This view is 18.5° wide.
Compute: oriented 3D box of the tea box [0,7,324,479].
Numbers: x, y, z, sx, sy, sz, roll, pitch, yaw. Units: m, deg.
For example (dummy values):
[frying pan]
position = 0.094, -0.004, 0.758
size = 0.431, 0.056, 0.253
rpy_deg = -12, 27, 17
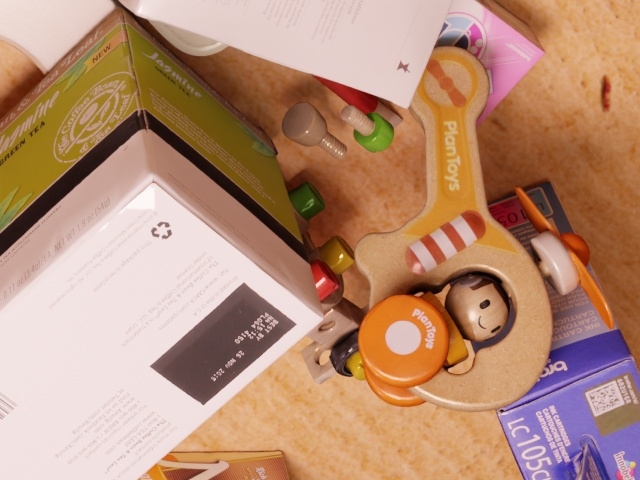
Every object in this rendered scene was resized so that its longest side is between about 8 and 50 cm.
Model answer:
[tea box]
position = -0.207, 0.026, 1.783
size = 0.329, 0.323, 0.220
rpy_deg = -41, 120, 14

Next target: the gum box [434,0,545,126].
[gum box]
position = 0.115, -0.208, 1.941
size = 0.188, 0.062, 0.107
rpy_deg = 33, 110, -27

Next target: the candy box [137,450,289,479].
[candy box]
position = -0.109, 0.352, 2.102
size = 0.183, 0.316, 0.088
rpy_deg = 1, 121, -12

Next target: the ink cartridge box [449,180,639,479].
[ink cartridge box]
position = 0.255, 0.160, 2.007
size = 0.151, 0.395, 0.270
rpy_deg = -23, 124, 4

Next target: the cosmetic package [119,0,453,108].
[cosmetic package]
position = 0.016, -0.340, 1.754
size = 0.284, 0.097, 0.377
rpy_deg = 18, 102, -24

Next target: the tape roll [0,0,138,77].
[tape roll]
position = -0.353, -0.128, 1.892
size = 0.392, 0.072, 0.392
rpy_deg = -6, 124, -9

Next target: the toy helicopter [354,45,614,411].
[toy helicopter]
position = 0.147, -0.015, 1.857
size = 0.235, 0.355, 0.140
rpy_deg = -4, 165, 3

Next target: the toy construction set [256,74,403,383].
[toy construction set]
position = 0.000, 0.000, 1.996
size = 0.237, 0.257, 0.309
rpy_deg = 33, 88, -47

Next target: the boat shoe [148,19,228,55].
[boat shoe]
position = -0.177, -0.303, 1.803
size = 0.109, 0.091, 0.305
rpy_deg = -32, 123, 8
